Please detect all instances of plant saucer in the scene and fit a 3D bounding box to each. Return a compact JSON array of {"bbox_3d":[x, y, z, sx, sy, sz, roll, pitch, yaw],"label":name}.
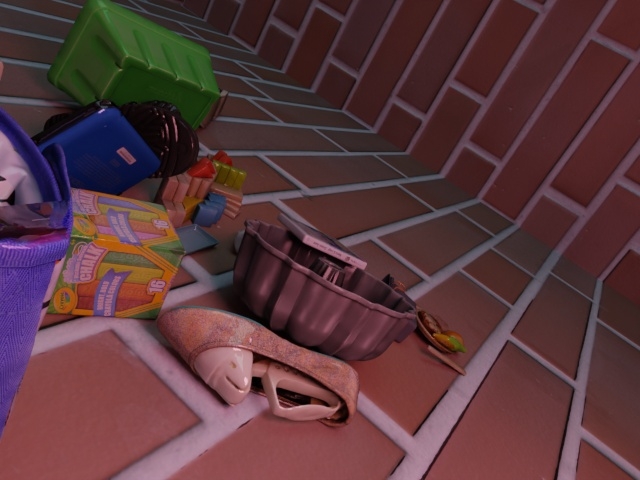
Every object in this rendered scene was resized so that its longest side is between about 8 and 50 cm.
[{"bbox_3d":[-0.267,0.008,0.996,0.067,0.018,0.192,36,22,15],"label":"plant saucer"}]

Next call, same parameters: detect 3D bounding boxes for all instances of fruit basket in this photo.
[{"bbox_3d":[-0.489,-0.440,1.376,0.392,0.283,0.392,35,22,-17],"label":"fruit basket"}]

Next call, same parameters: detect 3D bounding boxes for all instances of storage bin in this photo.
[{"bbox_3d":[0.154,0.141,1.130,0.091,0.098,0.135,38,22,-7],"label":"storage bin"}]

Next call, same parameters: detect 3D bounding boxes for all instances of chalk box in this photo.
[{"bbox_3d":[-0.324,0.017,0.762,0.213,0.132,0.132,9,30,-38],"label":"chalk box"}]

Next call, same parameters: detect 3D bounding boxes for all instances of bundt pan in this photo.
[{"bbox_3d":[-0.008,0.093,0.927,0.330,0.124,0.331,27,7,-4],"label":"bundt pan"}]

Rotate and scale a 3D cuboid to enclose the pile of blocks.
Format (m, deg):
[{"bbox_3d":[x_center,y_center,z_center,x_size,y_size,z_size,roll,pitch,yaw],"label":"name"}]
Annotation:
[{"bbox_3d":[-0.235,-0.123,1.185,0.148,0.113,0.362,28,23,-2],"label":"pile of blocks"}]

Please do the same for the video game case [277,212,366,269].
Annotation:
[{"bbox_3d":[0.000,0.000,1.055,0.143,0.019,0.157,25,6,-28],"label":"video game case"}]

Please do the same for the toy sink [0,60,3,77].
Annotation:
[{"bbox_3d":[-0.667,-0.290,0.974,0.131,0.153,0.234,5,32,-46],"label":"toy sink"}]

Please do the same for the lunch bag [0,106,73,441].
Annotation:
[{"bbox_3d":[-0.374,0.025,0.437,0.385,0.328,0.239,35,21,18],"label":"lunch bag"}]

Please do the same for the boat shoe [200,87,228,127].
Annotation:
[{"bbox_3d":[-0.368,-0.435,1.668,0.113,0.127,0.340,25,21,-8],"label":"boat shoe"}]

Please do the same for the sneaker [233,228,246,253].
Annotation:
[{"bbox_3d":[-0.074,0.022,1.133,0.212,0.080,0.094,24,11,-9],"label":"sneaker"}]

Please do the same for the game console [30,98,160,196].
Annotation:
[{"bbox_3d":[-0.413,-0.146,0.807,0.173,0.250,0.293,56,-7,3],"label":"game console"}]

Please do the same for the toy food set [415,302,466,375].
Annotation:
[{"bbox_3d":[0.257,0.191,1.172,0.132,0.038,0.192,36,18,-24],"label":"toy food set"}]

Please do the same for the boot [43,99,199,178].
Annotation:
[{"bbox_3d":[-0.346,-0.218,1.112,0.347,0.131,0.260,11,17,20],"label":"boot"}]

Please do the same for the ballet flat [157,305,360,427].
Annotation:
[{"bbox_3d":[-0.078,0.183,0.751,0.315,0.108,0.106,21,37,-17],"label":"ballet flat"}]
